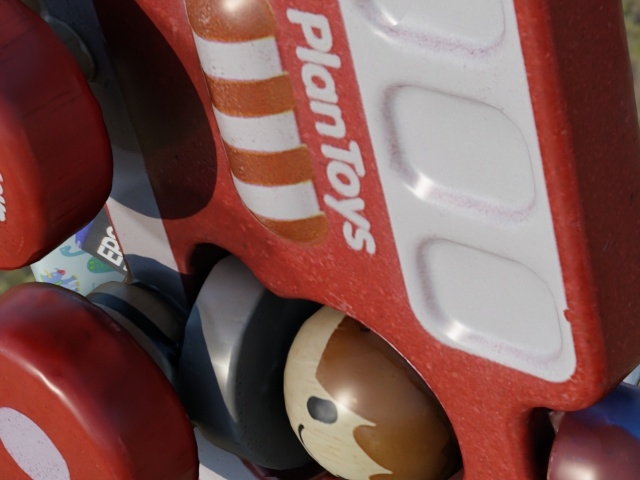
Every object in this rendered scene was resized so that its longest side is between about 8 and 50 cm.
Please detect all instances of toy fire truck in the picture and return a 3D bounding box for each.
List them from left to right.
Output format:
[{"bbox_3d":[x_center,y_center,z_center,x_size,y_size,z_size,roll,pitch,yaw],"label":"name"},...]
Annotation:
[{"bbox_3d":[0.000,0.000,0.648,0.254,0.302,0.169,19,45,40],"label":"toy fire truck"}]

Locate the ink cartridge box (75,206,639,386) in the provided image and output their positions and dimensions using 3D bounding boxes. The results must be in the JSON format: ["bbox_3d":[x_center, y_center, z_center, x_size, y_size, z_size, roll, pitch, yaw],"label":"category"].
[{"bbox_3d":[-0.008,-0.001,0.986,0.333,0.165,0.065,33,57,0],"label":"ink cartridge box"}]

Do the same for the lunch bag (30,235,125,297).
[{"bbox_3d":[-0.111,-0.043,1.187,0.151,0.129,0.096,-19,53,-12],"label":"lunch bag"}]
